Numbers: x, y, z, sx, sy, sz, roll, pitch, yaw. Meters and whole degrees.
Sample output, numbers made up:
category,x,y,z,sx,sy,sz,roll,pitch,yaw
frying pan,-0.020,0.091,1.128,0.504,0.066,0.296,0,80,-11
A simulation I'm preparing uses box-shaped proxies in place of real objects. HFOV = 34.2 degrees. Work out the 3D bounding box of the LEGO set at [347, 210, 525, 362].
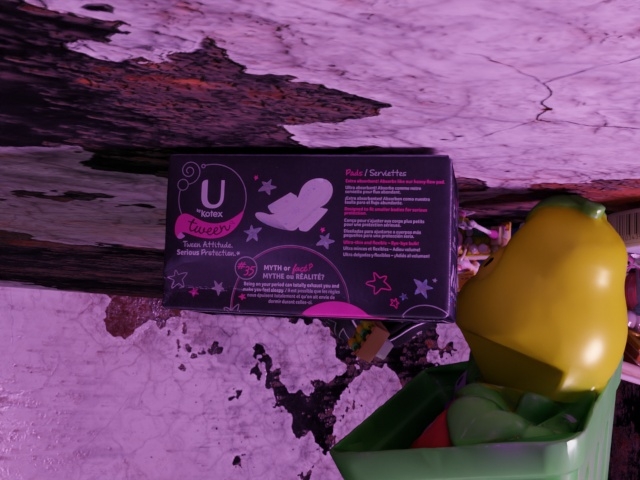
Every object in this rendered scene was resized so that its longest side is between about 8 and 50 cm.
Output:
category,x,y,z,sx,sy,sz,roll,pitch,yaw
LEGO set,0.124,0.038,1.255,0.287,0.132,0.107,-27,154,26

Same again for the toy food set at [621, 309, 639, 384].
category,x,y,z,sx,sy,sz,roll,pitch,yaw
toy food set,0.437,0.119,1.562,0.306,0.092,0.219,18,-162,-19

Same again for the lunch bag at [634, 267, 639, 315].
category,x,y,z,sx,sy,sz,roll,pitch,yaw
lunch bag,0.602,0.071,1.474,0.279,0.107,0.224,4,173,-12

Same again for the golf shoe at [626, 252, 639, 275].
category,x,y,z,sx,sy,sz,roll,pitch,yaw
golf shoe,0.372,0.002,1.226,0.186,0.067,0.086,0,-154,-21

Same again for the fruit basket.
category,x,y,z,sx,sy,sz,roll,pitch,yaw
fruit basket,0.192,0.142,1.086,0.283,0.392,0.392,-8,170,23

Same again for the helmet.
category,x,y,z,sx,sy,sz,roll,pitch,yaw
helmet,0.081,0.082,1.505,0.162,0.169,0.169,-16,170,7

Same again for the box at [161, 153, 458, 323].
category,x,y,z,sx,sy,sz,roll,pitch,yaw
box,0.000,0.000,0.947,0.247,0.142,0.163,2,174,10

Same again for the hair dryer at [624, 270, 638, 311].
category,x,y,z,sx,sy,sz,roll,pitch,yaw
hair dryer,0.586,0.096,1.796,0.294,0.080,0.224,-2,173,31

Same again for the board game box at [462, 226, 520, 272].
category,x,y,z,sx,sy,sz,roll,pitch,yaw
board game box,0.266,0.016,1.376,0.160,0.047,0.210,7,172,-38

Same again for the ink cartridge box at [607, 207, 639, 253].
category,x,y,z,sx,sy,sz,roll,pitch,yaw
ink cartridge box,0.459,-0.011,1.084,0.224,0.045,0.223,8,168,-33
